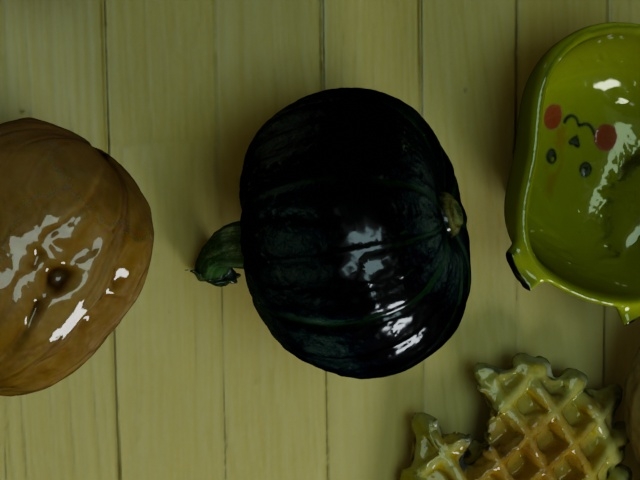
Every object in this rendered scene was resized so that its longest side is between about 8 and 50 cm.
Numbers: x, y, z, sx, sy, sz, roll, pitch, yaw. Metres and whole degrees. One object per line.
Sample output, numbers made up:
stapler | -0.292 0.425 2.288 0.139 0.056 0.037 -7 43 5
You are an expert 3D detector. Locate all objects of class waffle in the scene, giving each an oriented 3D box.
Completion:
waffle | 0.189 0.236 1.787 0.250 0.056 0.261 8 92 -26

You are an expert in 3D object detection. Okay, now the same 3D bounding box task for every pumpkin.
pumpkin | 0.000 0.000 1.590 0.248 0.248 0.248 -4 99 -25

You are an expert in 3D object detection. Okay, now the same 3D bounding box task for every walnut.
walnut | -0.236 0.017 1.484 0.195 0.195 0.222 37 77 -25

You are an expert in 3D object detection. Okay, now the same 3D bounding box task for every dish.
dish | 0.250 -0.067 1.742 0.221 0.108 0.262 17 88 -26

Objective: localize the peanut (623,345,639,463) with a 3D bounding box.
peanut | 0.365 0.213 1.811 0.149 0.149 0.313 -26 112 -20
